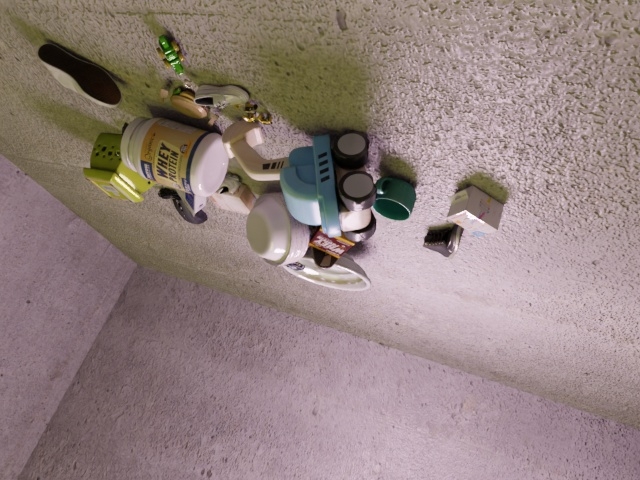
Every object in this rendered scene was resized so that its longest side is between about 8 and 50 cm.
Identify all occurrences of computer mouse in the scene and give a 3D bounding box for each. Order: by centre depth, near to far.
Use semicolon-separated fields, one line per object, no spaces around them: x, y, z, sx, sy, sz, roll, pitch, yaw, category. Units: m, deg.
-0.667;-0.152;2.499;0.188;0.072;0.272;7;154;33;computer mouse

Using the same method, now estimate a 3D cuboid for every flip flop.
0.000;0.000;1.944;0.112;0.277;0.080;-1;140;-19;flip flop

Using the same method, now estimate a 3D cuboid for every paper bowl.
-0.182;-0.042;1.963;0.148;0.284;0.284;-12;-178;-37;paper bowl

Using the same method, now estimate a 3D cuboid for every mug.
0.236;-0.142;1.592;0.129;0.097;0.158;19;158;11;mug

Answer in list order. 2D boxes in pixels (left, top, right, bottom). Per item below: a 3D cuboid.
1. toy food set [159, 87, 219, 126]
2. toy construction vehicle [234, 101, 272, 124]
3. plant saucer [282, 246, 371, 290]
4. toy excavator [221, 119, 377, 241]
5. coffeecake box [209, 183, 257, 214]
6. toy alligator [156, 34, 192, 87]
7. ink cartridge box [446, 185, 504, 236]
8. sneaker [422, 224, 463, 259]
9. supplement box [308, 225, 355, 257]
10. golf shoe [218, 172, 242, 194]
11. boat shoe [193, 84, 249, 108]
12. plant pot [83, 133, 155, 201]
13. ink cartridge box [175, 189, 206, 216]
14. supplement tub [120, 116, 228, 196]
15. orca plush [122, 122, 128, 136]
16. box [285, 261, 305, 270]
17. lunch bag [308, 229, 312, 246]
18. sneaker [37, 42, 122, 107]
-0.420;-0.439;1.635;0.192;0.039;0.132;24;166;-19;toy food set
-0.202;-0.388;1.541;0.098;0.035;0.086;11;167;33;toy construction vehicle
0.032;0.107;2.181;0.400;0.101;0.400;15;162;5;plant saucer
-0.073;-0.202;1.526;0.445;0.433;0.222;-7;151;1;toy excavator
-0.374;-0.183;2.138;0.185;0.068;0.142;12;156;25;coffeecake box
-0.415;-0.512;1.433;0.051;0.056;0.190;60;177;27;toy alligator
0.453;-0.090;1.510;0.143;0.090;0.092;28;158;-15;ink cartridge box
0.421;-0.002;1.761;0.118;0.083;0.222;19;159;11;sneaker
0.066;-0.067;1.807;0.129;0.191;0.194;24;159;-7;supplement box
-0.405;-0.229;2.038;0.176;0.086;0.069;11;158;32;golf shoe
-0.298;-0.421;1.505;0.184;0.063;0.066;15;157;20;boat shoe
-0.838;-0.296;2.144;0.228;0.207;0.227;12;157;28;plant pot
-0.544;-0.229;2.112;0.165;0.065;0.333;54;158;5;ink cartridge box
-0.506;-0.299;1.776;0.316;0.228;0.228;18;158;12;supplement tub
-0.655;-0.343;1.990;0.287;0.151;0.102;30;-161;16;orca plush
-0.115;0.100;2.090;0.083;0.018;0.067;27;158;-29;box
-0.055;-0.049;2.118;0.219;0.090;0.176;28;156;-16;lunch bag
-0.786;-0.534;1.691;0.290;0.106;0.123;36;164;-7;sneaker
